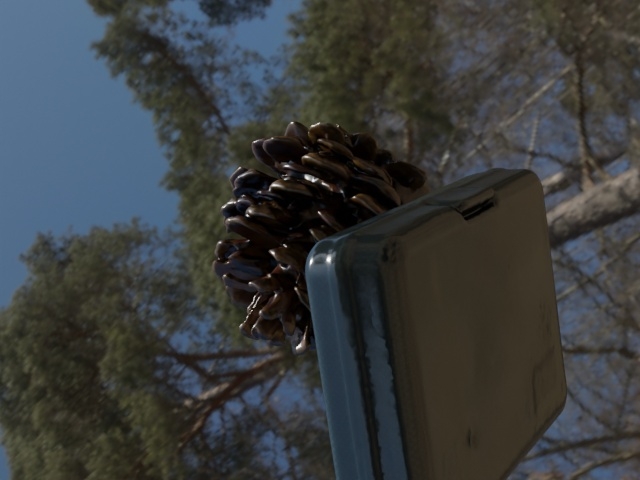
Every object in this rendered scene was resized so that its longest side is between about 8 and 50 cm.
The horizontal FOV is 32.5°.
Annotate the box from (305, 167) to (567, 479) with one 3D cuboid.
[{"bbox_3d":[0.072,0.054,0.573,0.230,0.050,0.160,-23,-74,-60],"label":"box"}]

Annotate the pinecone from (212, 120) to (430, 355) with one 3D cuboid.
[{"bbox_3d":[0.000,0.000,0.765,0.174,0.173,0.173,20,-129,-26],"label":"pinecone"}]
